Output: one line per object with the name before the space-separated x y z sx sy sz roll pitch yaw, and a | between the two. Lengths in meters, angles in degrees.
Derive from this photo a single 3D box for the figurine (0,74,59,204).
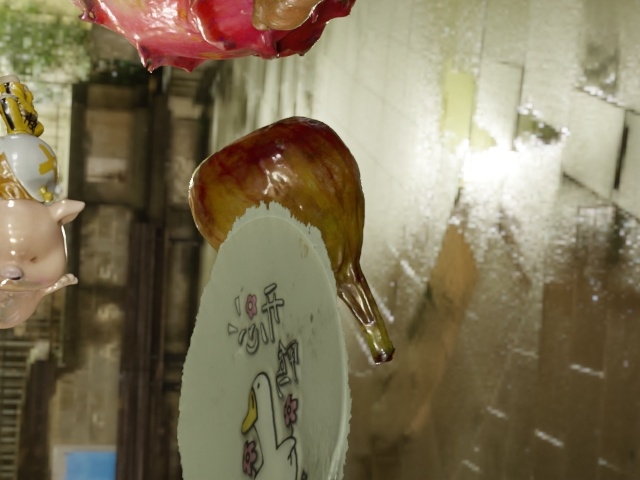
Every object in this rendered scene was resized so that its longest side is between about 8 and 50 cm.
figurine | -0.302 -0.096 1.070 0.143 0.068 0.101 -98 -13 -48

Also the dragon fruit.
dragon fruit | -0.081 -0.331 1.078 0.249 0.386 0.371 37 108 31

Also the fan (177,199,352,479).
fan | -0.019 0.181 0.637 0.233 0.012 0.415 -26 -67 -64

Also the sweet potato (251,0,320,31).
sweet potato | -0.010 -0.211 0.803 0.195 0.056 0.056 139 134 -57

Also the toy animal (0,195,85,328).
toy animal | -0.257 0.019 0.859 0.150 0.083 0.089 -53 56 31

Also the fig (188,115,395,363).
fig | -0.025 0.004 1.189 0.191 0.190 0.290 -118 5 -68
